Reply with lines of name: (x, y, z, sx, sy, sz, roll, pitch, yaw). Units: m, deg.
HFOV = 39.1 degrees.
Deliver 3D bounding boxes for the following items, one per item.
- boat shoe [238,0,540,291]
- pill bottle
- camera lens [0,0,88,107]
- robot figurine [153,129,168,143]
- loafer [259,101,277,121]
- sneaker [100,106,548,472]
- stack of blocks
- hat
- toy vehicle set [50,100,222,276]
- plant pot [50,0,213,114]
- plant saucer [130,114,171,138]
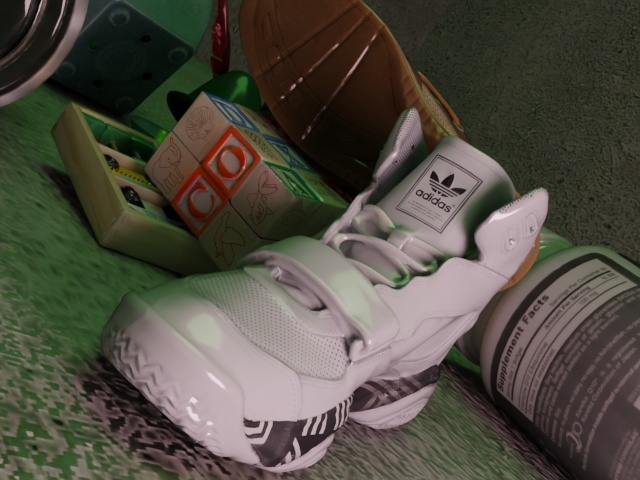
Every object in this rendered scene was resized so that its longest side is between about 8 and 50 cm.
boat shoe: (0.060, -0.097, 0.801, 0.342, 0.123, 0.123, 47, 9, 7)
pill bottle: (0.292, 0.131, 0.895, 0.210, 0.210, 0.363, 26, 11, -39)
camera lens: (-0.305, -0.231, 0.744, 0.219, 0.219, 0.274, 29, 9, -23)
robot figurine: (-0.151, -0.098, 1.054, 0.101, 0.067, 0.115, 24, 9, -2)
loafer: (0.024, -0.064, 1.193, 0.302, 0.095, 0.109, 38, -23, -1)
sneaker: (0.023, 0.015, 0.577, 0.137, 0.210, 0.366, 36, 10, 24)
stack of blocks: (0.002, -0.017, 0.815, 0.171, 0.087, 0.297, 48, 17, 25)
hat: (-0.105, -0.224, 1.307, 0.173, 0.184, 0.208, 28, -17, 26)
toy vehicle set: (-0.103, -0.020, 0.813, 0.266, 0.035, 0.166, 24, 22, -44)
plant pot: (-0.293, -0.322, 1.217, 0.247, 0.247, 0.252, 28, 32, -49)
plant saucer: (-0.199, -0.123, 1.172, 0.119, 0.021, 0.119, 32, 8, -5)
